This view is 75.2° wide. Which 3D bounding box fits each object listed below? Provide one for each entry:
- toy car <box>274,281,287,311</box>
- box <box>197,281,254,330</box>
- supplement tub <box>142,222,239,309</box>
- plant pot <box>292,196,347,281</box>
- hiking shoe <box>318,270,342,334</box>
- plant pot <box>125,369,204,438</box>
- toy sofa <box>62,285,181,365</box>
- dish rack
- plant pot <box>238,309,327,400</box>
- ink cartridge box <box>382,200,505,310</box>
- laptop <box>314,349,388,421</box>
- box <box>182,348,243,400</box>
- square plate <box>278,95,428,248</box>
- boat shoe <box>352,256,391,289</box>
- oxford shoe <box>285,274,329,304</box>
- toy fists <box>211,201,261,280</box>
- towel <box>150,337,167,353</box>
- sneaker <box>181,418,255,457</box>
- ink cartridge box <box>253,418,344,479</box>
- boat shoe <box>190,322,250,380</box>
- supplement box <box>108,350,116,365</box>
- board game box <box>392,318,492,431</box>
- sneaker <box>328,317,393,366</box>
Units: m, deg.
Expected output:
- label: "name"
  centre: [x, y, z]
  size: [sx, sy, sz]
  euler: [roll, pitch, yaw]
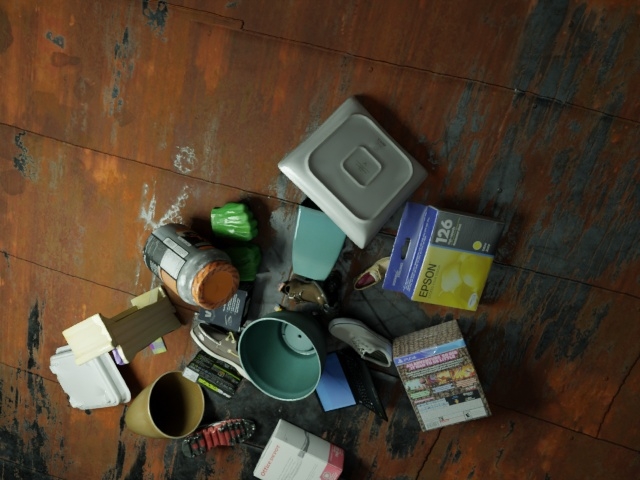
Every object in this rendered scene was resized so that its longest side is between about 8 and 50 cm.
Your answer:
- label: "toy car"
  centre: [-0.146, 0.198, 1.460]
  size: [0.041, 0.060, 0.122]
  euler: [33, 102, 33]
- label: "box"
  centre: [-0.333, 0.215, 1.471]
  size: [0.158, 0.093, 0.155]
  euler: [16, 106, 4]
- label: "supplement tub"
  centre: [-0.414, 0.082, 1.334]
  size: [0.316, 0.194, 0.193]
  euler: [29, 110, 36]
- label: "plant pot"
  centre: [0.000, 0.000, 1.333]
  size: [0.166, 0.165, 0.234]
  euler: [17, 109, 4]
- label: "hiking shoe"
  centre: [0.029, 0.223, 1.406]
  size: [0.086, 0.114, 0.226]
  euler: [1, 104, 9]
- label: "plant pot"
  centre: [-0.617, 0.643, 1.571]
  size: [0.254, 0.237, 0.237]
  euler: [-27, 99, 28]
- label: "toy sofa"
  centre: [-0.648, 0.297, 1.403]
  size: [0.150, 0.362, 0.177]
  euler: [-25, 94, 13]
- label: "dish rack"
  centre: [-0.911, 0.537, 1.611]
  size: [0.333, 0.072, 0.285]
  euler: [-18, 102, 30]
- label: "plant pot"
  centre: [-0.100, 0.357, 1.404]
  size: [0.293, 0.196, 0.292]
  euler: [6, 107, 21]
- label: "ink cartridge box"
  centre: [0.383, 0.054, 1.301]
  size: [0.307, 0.072, 0.303]
  euler: [9, 108, -9]
- label: "laptop"
  centre: [0.080, 0.523, 1.462]
  size: [0.137, 0.264, 0.234]
  euler: [-26, 102, -23]
- label: "box"
  centre: [-0.370, 0.465, 1.494]
  size: [0.191, 0.184, 0.045]
  euler: [29, 104, 0]
- label: "square plate"
  centre: [0.113, -0.214, 1.224]
  size: [0.347, 0.049, 0.344]
  euler: [44, 72, -4]
- label: "boat shoe"
  centre: [0.182, 0.116, 1.384]
  size: [0.170, 0.059, 0.063]
  euler: [-37, 96, 15]
- label: "oxford shoe"
  centre: [-0.046, 0.177, 1.345]
  size: [0.096, 0.227, 0.082]
  euler: [-33, 108, -22]
- label: "toy fists"
  centre: [-0.274, 0.006, 1.411]
  size: [0.142, 0.096, 0.279]
  euler: [2, 106, 21]
- label: "towel"
  centre: [-0.634, 0.397, 1.607]
  size: [0.060, 0.009, 0.083]
  euler: [-17, 102, 12]
- label: "sneaker"
  centre: [-0.391, 0.746, 1.615]
  size: [0.276, 0.135, 0.097]
  euler: [-13, 90, -12]
- label: "ink cartridge box"
  centre: [-0.079, 0.842, 1.577]
  size: [0.283, 0.117, 0.207]
  euler: [26, 107, 1]
- label: "boat shoe"
  centre: [-0.314, 0.390, 1.505]
  size: [0.324, 0.116, 0.096]
  euler: [37, 102, -6]
- label: "supplement box"
  centre: [-0.840, 0.471, 1.635]
  size: [0.043, 0.055, 0.083]
  euler: [9, 106, 7]
- label: "board game box"
  centre: [0.401, 0.451, 1.392]
  size: [0.232, 0.141, 0.290]
  euler: [-20, 100, 13]
- label: "sneaker"
  centre: [0.143, 0.342, 1.393]
  size: [0.258, 0.091, 0.094]
  euler: [27, 119, -16]
